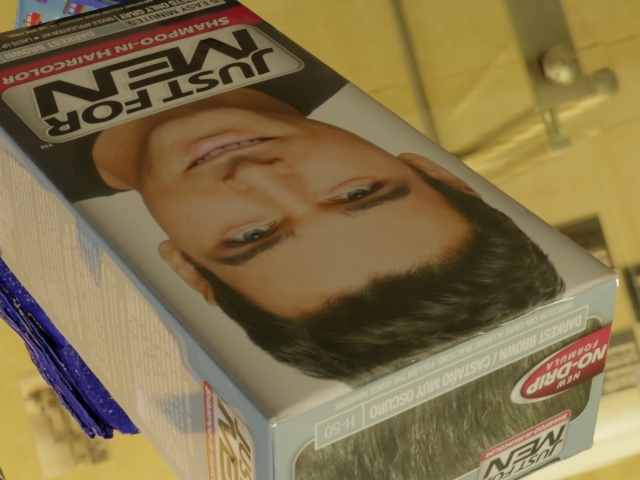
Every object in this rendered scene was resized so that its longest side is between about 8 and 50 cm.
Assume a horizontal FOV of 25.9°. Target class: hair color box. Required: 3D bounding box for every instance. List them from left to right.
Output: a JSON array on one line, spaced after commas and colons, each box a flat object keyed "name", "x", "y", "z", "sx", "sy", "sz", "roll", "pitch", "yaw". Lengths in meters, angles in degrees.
[{"name": "hair color box", "x": -0.044, "y": -0.004, "z": 0.730, "sx": 0.185, "sy": 0.113, "sz": 0.374, "roll": -21, "pitch": -139, "yaw": -27}]

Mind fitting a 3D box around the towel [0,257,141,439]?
[{"name": "towel", "x": -0.273, "y": 0.028, "z": 1.259, "sx": 0.076, "sy": 0.308, "sz": 0.227, "roll": -33, "pitch": -155, "yaw": -8}]

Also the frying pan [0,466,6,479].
[{"name": "frying pan", "x": -0.421, "y": 0.180, "z": 1.278, "sx": 0.197, "sy": 0.326, "sz": 0.053, "roll": -23, "pitch": -144, "yaw": 29}]

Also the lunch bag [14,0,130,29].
[{"name": "lunch bag", "x": -0.278, "y": -0.211, "z": 1.875, "sx": 0.293, "sy": 0.221, "sz": 0.138, "roll": 24, "pitch": -159, "yaw": 34}]
